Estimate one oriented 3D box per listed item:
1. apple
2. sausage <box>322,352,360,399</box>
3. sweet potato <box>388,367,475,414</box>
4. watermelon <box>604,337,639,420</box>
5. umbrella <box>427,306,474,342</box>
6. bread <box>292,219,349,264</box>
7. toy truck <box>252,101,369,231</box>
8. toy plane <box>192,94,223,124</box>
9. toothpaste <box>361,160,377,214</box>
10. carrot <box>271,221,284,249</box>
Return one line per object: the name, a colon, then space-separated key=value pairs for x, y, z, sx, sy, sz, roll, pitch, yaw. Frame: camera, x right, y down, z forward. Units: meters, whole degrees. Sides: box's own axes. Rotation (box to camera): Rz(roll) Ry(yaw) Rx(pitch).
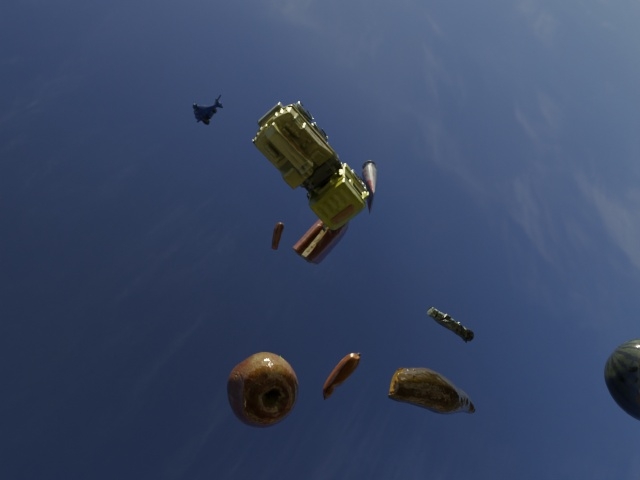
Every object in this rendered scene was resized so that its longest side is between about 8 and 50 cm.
apple: x=-0.169 y=0.433 z=1.341 sx=0.211 sy=0.188 sz=0.211 roll=-3 pitch=-84 yaw=-25
sausage: x=0.064 y=0.429 z=1.471 sx=0.054 sy=0.062 sz=0.183 roll=40 pitch=-94 yaw=20
sweet potato: x=0.224 y=0.288 z=0.872 sx=0.243 sy=0.077 sz=0.077 roll=21 pitch=-113 yaw=-29
watermelon: x=0.818 y=0.347 z=1.126 sx=0.212 sy=0.212 sz=0.212 roll=10 pitch=-108 yaw=-32
umbrella: x=0.433 y=0.276 z=1.518 sx=0.188 sy=0.050 sz=0.046 roll=35 pitch=-119 yaw=-16
bread: x=0.001 y=0.000 z=1.066 sx=0.067 sy=0.119 sz=0.192 roll=38 pitch=-124 yaw=7
toy truck: x=-0.019 y=-0.144 z=0.927 sx=0.272 sy=0.124 sz=0.157 roll=48 pitch=-162 yaw=-19
toy plane: x=-0.316 y=-0.365 z=1.280 sx=0.062 sy=0.167 sz=0.054 roll=38 pitch=-113 yaw=-33
toothpaste: x=0.175 y=-0.194 z=1.599 sx=0.057 sy=0.089 sz=0.234 roll=4 pitch=-138 yaw=-2
carrot: x=-0.133 y=-0.016 z=1.422 sx=0.032 sy=0.032 sz=0.093 roll=28 pitch=-124 yaw=-26
